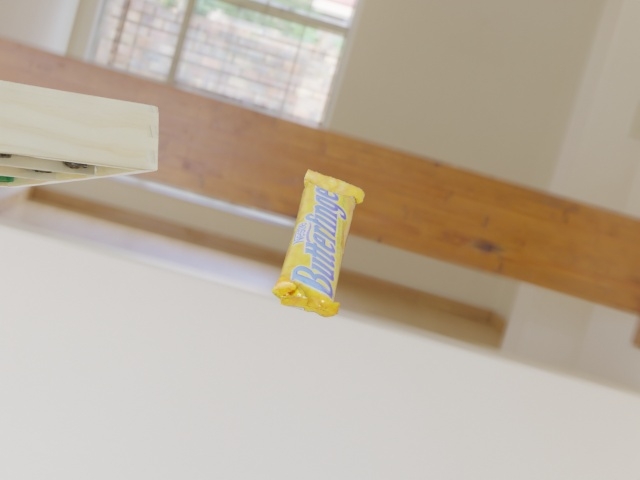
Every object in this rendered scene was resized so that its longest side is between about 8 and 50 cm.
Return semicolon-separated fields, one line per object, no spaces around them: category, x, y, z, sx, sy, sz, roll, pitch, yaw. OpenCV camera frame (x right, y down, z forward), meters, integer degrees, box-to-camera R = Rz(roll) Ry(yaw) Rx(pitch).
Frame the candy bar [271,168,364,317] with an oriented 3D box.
candy bar;0.000;0.000;0.710;0.040;0.018;0.161;22;27;-4

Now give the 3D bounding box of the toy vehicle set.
toy vehicle set;-0.240;-0.061;0.620;0.267;0.035;0.166;5;-5;-40
